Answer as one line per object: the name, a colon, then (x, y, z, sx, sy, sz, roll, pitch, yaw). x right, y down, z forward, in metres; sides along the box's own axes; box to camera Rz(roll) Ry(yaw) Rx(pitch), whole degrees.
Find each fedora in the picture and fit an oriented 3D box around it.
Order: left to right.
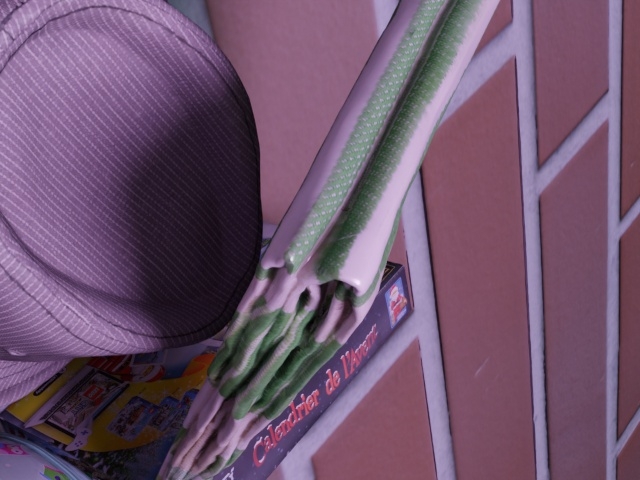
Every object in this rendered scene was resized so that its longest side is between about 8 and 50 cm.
fedora: (-0.108, -0.028, 0.479, 0.244, 0.124, 0.275, -56, 144, -23)

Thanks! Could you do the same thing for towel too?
towel: (0.000, 0.000, 0.516, 0.248, 0.038, 0.325, -64, -178, -33)

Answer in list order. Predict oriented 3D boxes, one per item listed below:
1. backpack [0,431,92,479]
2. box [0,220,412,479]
backpack: (-0.186, 0.201, 0.604, 0.144, 0.166, 0.188, -7, 114, -56)
box: (-0.069, 0.079, 0.722, 0.233, 0.159, 0.044, -45, 138, -35)
